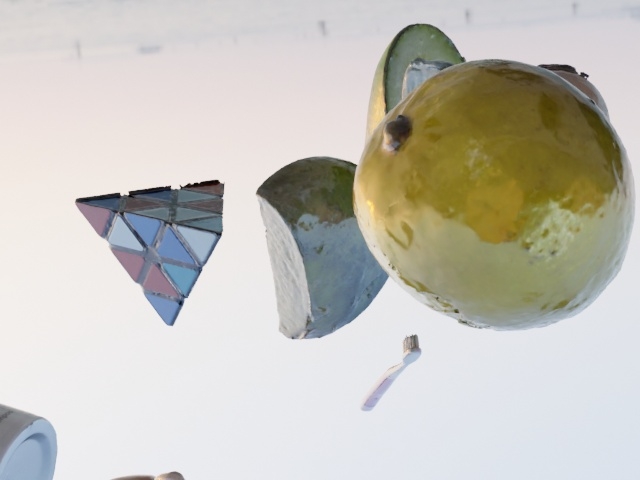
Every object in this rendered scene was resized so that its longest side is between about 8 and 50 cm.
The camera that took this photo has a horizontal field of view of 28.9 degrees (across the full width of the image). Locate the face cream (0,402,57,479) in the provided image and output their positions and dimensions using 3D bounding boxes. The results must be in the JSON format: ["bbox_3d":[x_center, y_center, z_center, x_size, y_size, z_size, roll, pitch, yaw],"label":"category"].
[{"bbox_3d":[-0.469,0.201,1.278,0.370,0.145,0.145,14,-166,13],"label":"face cream"}]

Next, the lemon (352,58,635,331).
[{"bbox_3d":[0.184,-0.044,1.294,0.297,0.297,0.297,-5,-171,1],"label":"lemon"}]

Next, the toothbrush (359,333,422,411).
[{"bbox_3d":[0.082,0.163,1.486,0.020,0.025,0.286,0,159,-10],"label":"toothbrush"}]

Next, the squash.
[{"bbox_3d":[0.194,-0.220,2.221,0.234,0.309,0.210,-20,-135,-35],"label":"squash"}]

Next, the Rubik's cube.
[{"bbox_3d":[-0.310,0.001,2.084,0.234,0.250,0.284,20,-158,-11],"label":"Rubik's cube"}]

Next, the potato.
[{"bbox_3d":[0.000,0.000,1.767,0.112,0.269,0.255,27,170,33],"label":"potato"}]

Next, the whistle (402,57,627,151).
[{"bbox_3d":[0.264,-0.167,1.769,0.348,0.189,0.189,21,-161,21],"label":"whistle"}]

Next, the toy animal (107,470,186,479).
[{"bbox_3d":[-0.199,0.448,1.603,0.326,0.269,0.237,19,161,10],"label":"toy animal"}]
